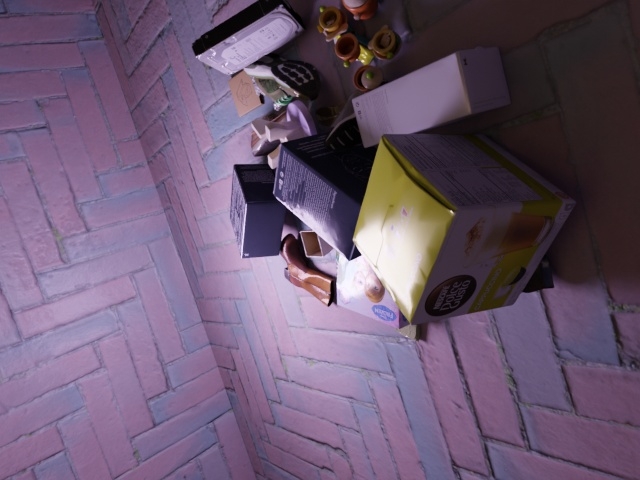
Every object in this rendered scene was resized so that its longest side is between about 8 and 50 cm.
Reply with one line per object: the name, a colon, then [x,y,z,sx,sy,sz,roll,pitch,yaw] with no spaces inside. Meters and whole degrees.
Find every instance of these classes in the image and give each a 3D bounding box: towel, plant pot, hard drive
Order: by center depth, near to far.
hard drive: [-0.238,-0.690,1.579,0.338,0.237,0.064,-22,88,17]
towel: [0.313,0.285,1.671,0.110,0.027,0.148,19,122,46]
plant pot: [0.000,0.000,1.862,0.109,0.096,0.109,0,107,52]

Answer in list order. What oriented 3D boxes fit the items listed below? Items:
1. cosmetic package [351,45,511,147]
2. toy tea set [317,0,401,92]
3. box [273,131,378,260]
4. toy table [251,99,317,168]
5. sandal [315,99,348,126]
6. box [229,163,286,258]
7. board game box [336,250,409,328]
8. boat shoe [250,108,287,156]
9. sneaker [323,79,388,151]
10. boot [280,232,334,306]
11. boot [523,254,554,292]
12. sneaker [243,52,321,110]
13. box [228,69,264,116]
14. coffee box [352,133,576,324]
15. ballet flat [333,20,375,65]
cosmetic package: [0.283,-0.375,1.243,0.365,0.196,0.155,-3,105,53]
toy tea set: [0.111,-0.593,1.333,0.199,0.124,0.336,-31,76,20]
box: [0.086,-0.166,1.508,0.395,0.293,0.212,41,136,32]
toy table: [-0.117,-0.362,1.667,0.252,0.160,0.274,51,164,28]
sandal: [0.061,-0.444,1.612,0.180,0.049,0.072,-9,106,38]
box: [-0.273,-0.128,2.000,0.294,0.182,0.297,-114,28,-46]
board game box: [0.185,0.122,1.691,0.318,0.065,0.319,14,111,48]
boat shoe: [-0.197,-0.452,1.868,0.324,0.123,0.117,-27,79,48]
sneaker: [0.107,-0.391,1.458,0.272,0.100,0.108,-49,44,2]
boot: [-0.057,0.126,1.998,0.280,0.096,0.264,29,128,39]
boot: [0.555,0.031,1.229,0.106,0.082,0.220,-3,95,25]
sneaker: [-0.134,-0.570,1.737,0.410,0.158,0.182,39,149,40]
box: [-0.322,-0.641,2.009,0.201,0.021,0.165,-5,103,52]
coffee box: [0.323,-0.043,1.166,0.338,0.333,0.338,-121,33,-45]
ballet flat: [0.087,-0.628,1.462,0.231,0.077,0.077,47,143,23]
